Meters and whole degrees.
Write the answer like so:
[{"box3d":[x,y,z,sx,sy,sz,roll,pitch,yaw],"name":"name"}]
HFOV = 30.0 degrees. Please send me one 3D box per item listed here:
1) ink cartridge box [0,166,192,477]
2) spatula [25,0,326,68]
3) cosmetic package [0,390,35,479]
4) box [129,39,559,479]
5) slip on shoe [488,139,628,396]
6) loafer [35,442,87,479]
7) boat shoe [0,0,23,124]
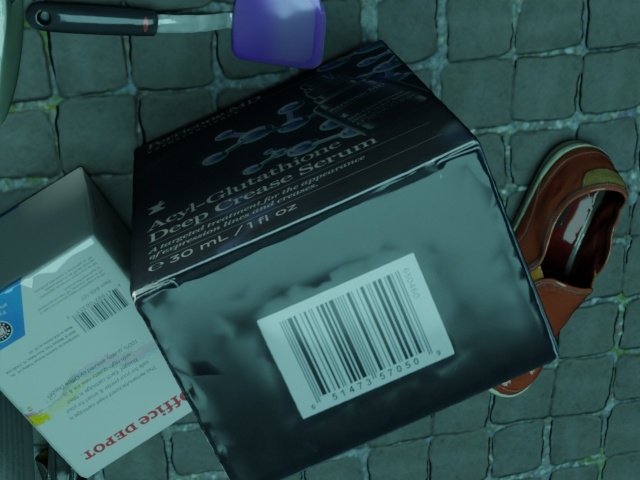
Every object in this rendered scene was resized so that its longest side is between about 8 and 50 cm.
[{"box3d":[-0.245,0.085,1.230,0.171,0.168,0.233,-31,120,1],"name":"ink cartridge box"},{"box3d":[-0.140,-0.218,1.188,0.296,0.030,0.084,0,115,-16],"name":"spatula"},{"box3d":[-0.450,0.102,1.145,0.161,0.230,0.453,-26,120,-2],"name":"cosmetic package"},{"box3d":[0.000,0.000,1.108,0.293,0.395,0.212,-24,112,1],"name":"box"},{"box3d":[0.265,0.048,1.402,0.123,0.101,0.331,10,114,-23],"name":"slip on shoe"},{"box3d":[-0.297,0.258,1.374,0.061,0.062,0.170,20,107,-1],"name":"loafer"},{"box3d":[-0.326,-0.220,1.115,0.081,0.079,0.228,6,116,0],"name":"boat shoe"}]
